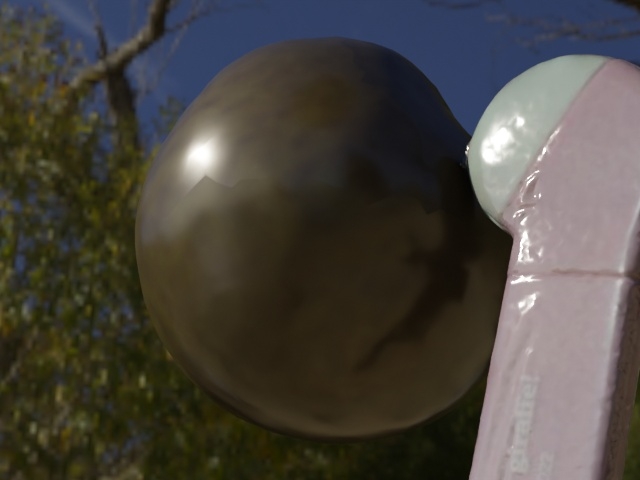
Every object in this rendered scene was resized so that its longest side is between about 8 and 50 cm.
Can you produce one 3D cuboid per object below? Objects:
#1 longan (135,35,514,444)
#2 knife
[{"bbox_3d":[0.000,0.000,0.785,0.198,0.212,0.198,-22,-8,-3],"label":"longan"},{"bbox_3d":[0.094,0.104,0.649,0.132,0.398,0.038,-2,-22,41],"label":"knife"}]
